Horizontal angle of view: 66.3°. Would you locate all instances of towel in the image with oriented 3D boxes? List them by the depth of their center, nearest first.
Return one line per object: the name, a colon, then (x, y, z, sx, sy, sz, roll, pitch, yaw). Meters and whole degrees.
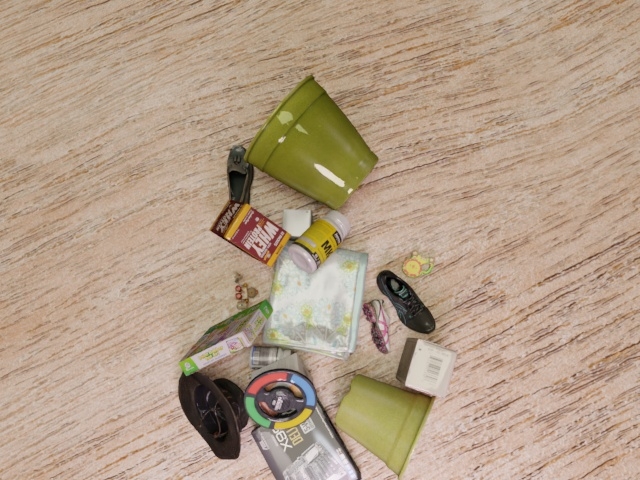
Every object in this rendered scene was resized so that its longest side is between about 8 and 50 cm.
towel: (-0.016, 0.199, 1.684, 0.321, 0.090, 0.374, 10, 80, 3)

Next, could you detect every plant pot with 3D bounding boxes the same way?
plant pot: (0.191, 0.557, 1.542, 0.254, 0.276, 0.276, 23, 81, 17)
plant pot: (-0.006, -0.299, 1.664, 0.353, 0.366, 0.366, 39, 83, -3)

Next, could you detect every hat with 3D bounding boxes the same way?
hat: (-0.320, 0.535, 1.594, 0.134, 0.331, 0.331, -24, 77, -42)

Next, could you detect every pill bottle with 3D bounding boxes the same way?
pill bottle: (0.000, 0.000, 1.633, 0.119, 0.119, 0.208, 41, 65, 8)
pill bottle: (-0.168, 0.399, 1.658, 0.137, 0.078, 0.078, 3, 80, 2)

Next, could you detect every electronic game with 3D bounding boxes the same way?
electronic game: (-0.125, 0.497, 1.530, 0.229, 0.048, 0.229, -1, 112, -4)

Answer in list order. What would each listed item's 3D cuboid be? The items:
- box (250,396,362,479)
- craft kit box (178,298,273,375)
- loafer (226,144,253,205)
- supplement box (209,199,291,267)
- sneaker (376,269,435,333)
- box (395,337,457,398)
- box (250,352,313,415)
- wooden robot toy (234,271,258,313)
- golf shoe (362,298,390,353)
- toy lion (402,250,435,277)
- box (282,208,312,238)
box: (-0.047, 0.693, 1.601, 0.242, 0.076, 0.307, -30, 80, -3)
craft kit box: (-0.293, 0.303, 1.559, 0.247, 0.250, 0.061, -25, 100, 16)
loafer: (-0.294, -0.225, 1.771, 0.096, 0.084, 0.267, -3, 80, 2)
supplement box: (-0.237, -0.027, 1.641, 0.191, 0.194, 0.129, 36, 81, -28)
sneaker: (0.288, 0.212, 1.662, 0.101, 0.106, 0.267, -43, 82, -7)
box: (0.331, 0.399, 1.561, 0.127, 0.232, 0.148, 17, 81, 5)
box: (-0.123, 0.470, 1.599, 0.171, 0.091, 0.130, -26, 116, 6)
wooden robot toy: (-0.256, 0.191, 1.706, 0.079, 0.076, 0.173, -5, 80, -10)
golf shoe: (0.211, 0.291, 1.668, 0.086, 0.067, 0.186, -17, 91, -26)
toy lion: (0.341, 0.090, 1.721, 0.100, 0.034, 0.096, 21, 88, 5)
box: (-0.080, -0.053, 1.730, 0.102, 0.087, 0.101, 2, 80, 2)
